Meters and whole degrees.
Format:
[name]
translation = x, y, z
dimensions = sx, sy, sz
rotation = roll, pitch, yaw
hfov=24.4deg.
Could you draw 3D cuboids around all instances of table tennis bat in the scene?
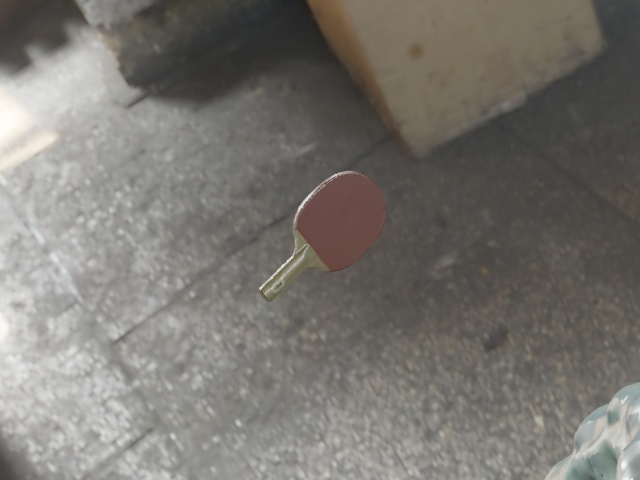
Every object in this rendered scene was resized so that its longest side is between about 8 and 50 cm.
[table tennis bat]
translation = 0.000, 0.000, 1.427
dimensions = 0.156, 0.087, 0.013
rotation = -46, 29, -13

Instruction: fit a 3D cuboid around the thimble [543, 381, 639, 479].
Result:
[thimble]
translation = 0.101, 0.172, 0.370
dimensions = 0.171, 0.205, 0.250
rotation = 27, 76, 1
